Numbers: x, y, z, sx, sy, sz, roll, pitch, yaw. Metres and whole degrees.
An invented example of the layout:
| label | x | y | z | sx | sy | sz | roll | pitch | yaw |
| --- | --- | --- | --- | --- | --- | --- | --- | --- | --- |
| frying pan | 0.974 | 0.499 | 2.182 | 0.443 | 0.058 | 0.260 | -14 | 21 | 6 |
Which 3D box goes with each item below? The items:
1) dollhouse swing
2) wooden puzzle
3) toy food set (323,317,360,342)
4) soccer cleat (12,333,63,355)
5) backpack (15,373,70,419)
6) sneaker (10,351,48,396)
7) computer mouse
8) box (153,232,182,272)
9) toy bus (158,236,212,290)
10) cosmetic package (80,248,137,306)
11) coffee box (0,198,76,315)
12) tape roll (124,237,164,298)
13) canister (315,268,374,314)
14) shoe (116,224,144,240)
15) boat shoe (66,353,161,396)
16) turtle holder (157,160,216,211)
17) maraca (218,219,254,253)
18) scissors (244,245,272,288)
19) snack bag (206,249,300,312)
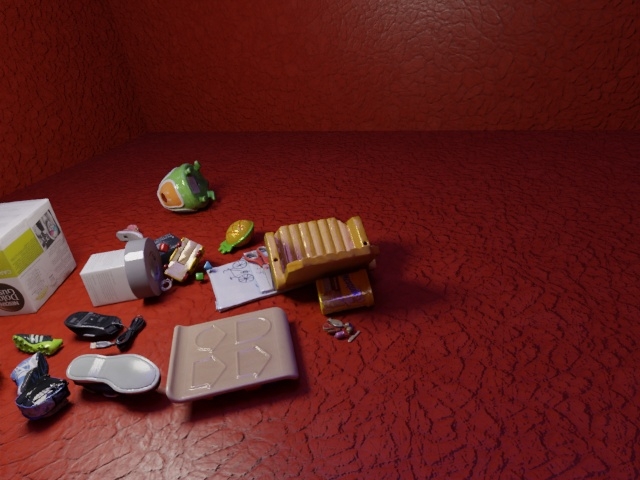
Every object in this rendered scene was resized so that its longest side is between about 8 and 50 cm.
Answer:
| label | x | y | z | sx | sy | sz | roll | pitch | yaw |
| --- | --- | --- | --- | --- | --- | --- | --- | --- | --- |
| dollhouse swing | 0.000 | 0.000 | 1.666 | 0.346 | 0.305 | 0.315 | -11 | 61 | -10 |
| wooden puzzle | -0.251 | 0.334 | 1.431 | 0.347 | 0.081 | 0.322 | -8 | 28 | -7 |
| toy food set | 0.055 | 0.269 | 1.509 | 0.122 | 0.019 | 0.078 | 13 | 35 | 36 |
| soccer cleat | -0.943 | 0.341 | 1.650 | 0.178 | 0.060 | 0.072 | 8 | 22 | 18 |
| backpack | -0.766 | 0.442 | 1.368 | 0.104 | 0.084 | 0.114 | 5 | 26 | 26 |
| sneaker | -0.871 | 0.415 | 1.472 | 0.081 | 0.080 | 0.211 | -24 | 21 | -13 |
| computer mouse | -0.733 | 0.311 | 1.637 | 0.261 | 0.060 | 0.184 | 4 | 24 | 0 |
| box | -0.643 | 0.057 | 2.044 | 0.156 | 0.093 | 0.158 | -29 | 35 | -32 |
| toy bus | -0.532 | 0.094 | 1.924 | 0.202 | 0.104 | 0.191 | -17 | 72 | -12 |
| cosmetic package | -0.773 | 0.135 | 1.872 | 0.183 | 0.151 | 0.151 | -10 | 27 | -3 |
| coffee box | -1.244 | 0.071 | 1.940 | 0.337 | 0.335 | 0.338 | -5 | 30 | 6 |
| tape roll | -0.647 | 0.102 | 1.824 | 0.072 | 0.219 | 0.219 | -9 | 28 | -3 |
| canister | 0.077 | 0.168 | 1.607 | 0.169 | 0.073 | 0.126 | -12 | 56 | -1 |
| shoe | -0.868 | -0.034 | 2.310 | 0.177 | 0.064 | 0.081 | 5 | 36 | 33 |
| boat shoe | -0.570 | 0.387 | 1.404 | 0.302 | 0.091 | 0.114 | 5 | 51 | 22 |
| turtle holder | -0.689 | -0.272 | 2.521 | 0.227 | 0.243 | 0.320 | -23 | 35 | 11 |
| maraca | -0.355 | -0.015 | 2.093 | 0.185 | 0.099 | 0.127 | -45 | 29 | -10 |
| scissors | -0.195 | 0.092 | 1.839 | 0.108 | 0.021 | 0.297 | -19 | 29 | -22 |
| snack bag | -0.249 | 0.126 | 1.854 | 0.342 | 0.037 | 0.323 | -16 | 29 | -13 |
